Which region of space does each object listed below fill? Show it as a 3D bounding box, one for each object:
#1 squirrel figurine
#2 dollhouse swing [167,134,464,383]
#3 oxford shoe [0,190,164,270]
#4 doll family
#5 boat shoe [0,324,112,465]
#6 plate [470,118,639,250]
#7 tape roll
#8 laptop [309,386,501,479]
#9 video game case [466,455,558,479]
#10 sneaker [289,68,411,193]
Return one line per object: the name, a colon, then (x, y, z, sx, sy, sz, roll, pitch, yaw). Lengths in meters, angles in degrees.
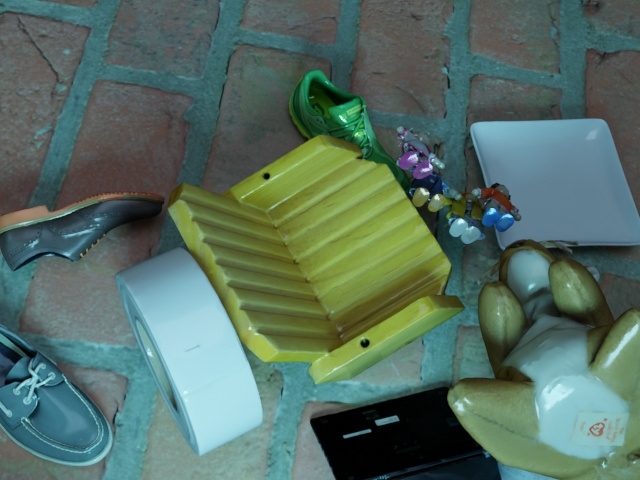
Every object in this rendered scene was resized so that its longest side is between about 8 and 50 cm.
squirrel figurine: (0.374, 0.188, 1.298, 0.281, 0.397, 0.370, -33, 22, 14)
dollhouse swing: (0.000, 0.000, 1.303, 0.315, 0.305, 0.347, -31, 69, 2)
oxford shoe: (-0.384, -0.017, 1.417, 0.271, 0.097, 0.098, -13, 83, -10)
doll family: (0.212, -0.083, 1.482, 0.263, 0.118, 0.163, 34, 26, -5)
boat shoe: (-0.440, 0.211, 1.263, 0.319, 0.099, 0.116, 36, 62, 12)
plate: (0.428, -0.100, 1.594, 0.277, 0.045, 0.278, -3, 62, -9)
tape roll: (-0.188, 0.156, 1.223, 0.100, 0.286, 0.286, -23, 67, -18)
laptop: (0.134, 0.364, 1.279, 0.234, 0.137, 0.264, -11, 27, -13)
video game case: (0.334, 0.317, 1.361, 0.190, 0.022, 0.173, 33, 62, 11)
sneaker: (0.046, -0.185, 1.541, 0.109, 0.123, 0.295, -34, 71, -24)
